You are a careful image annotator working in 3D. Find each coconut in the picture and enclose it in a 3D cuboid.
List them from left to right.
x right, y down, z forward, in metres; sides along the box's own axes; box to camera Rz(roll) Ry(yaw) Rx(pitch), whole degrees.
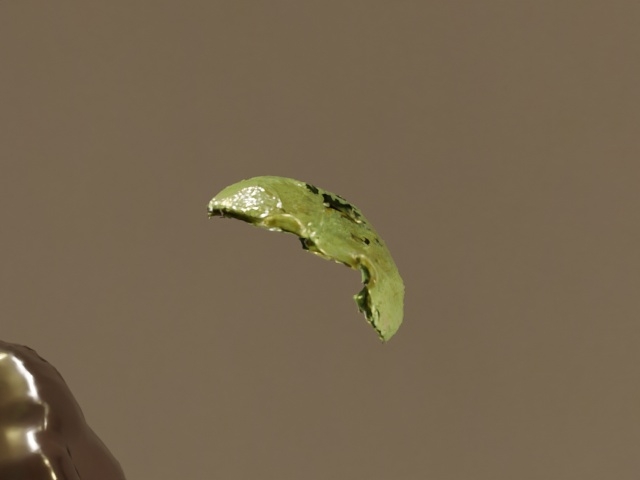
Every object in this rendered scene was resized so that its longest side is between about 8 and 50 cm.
[{"bbox_3d":[0.001,-0.004,1.117,0.158,0.133,0.055,32,-69,-4],"label":"coconut"}]

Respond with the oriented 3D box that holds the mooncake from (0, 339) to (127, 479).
[{"bbox_3d":[-0.320,0.241,1.163,0.381,0.212,0.350,-26,-137,0],"label":"mooncake"}]
